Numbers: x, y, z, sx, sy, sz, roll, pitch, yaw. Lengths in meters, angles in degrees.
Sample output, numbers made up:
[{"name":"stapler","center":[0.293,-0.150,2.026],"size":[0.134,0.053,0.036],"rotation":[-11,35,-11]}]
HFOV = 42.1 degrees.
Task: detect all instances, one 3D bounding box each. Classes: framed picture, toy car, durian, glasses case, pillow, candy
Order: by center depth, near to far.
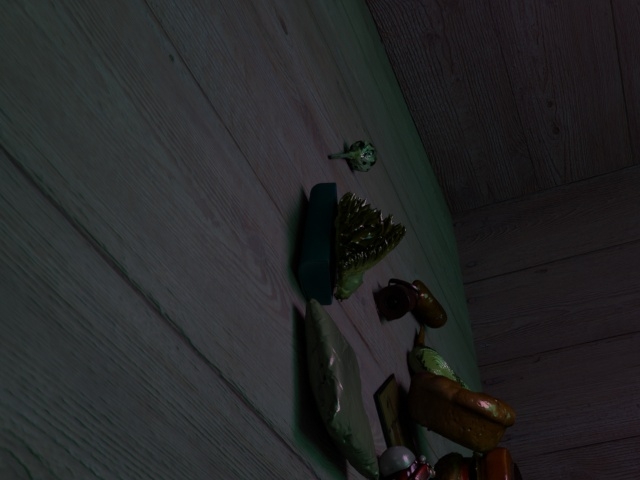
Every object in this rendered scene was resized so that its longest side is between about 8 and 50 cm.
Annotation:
[{"name":"pillow","center":[0.036,0.290,1.602],"size":[0.274,0.076,0.281],"rotation":[61,14,-49]},{"name":"glasses case","center":[-0.001,0.001,1.766],"size":[0.301,0.070,0.117],"rotation":[-85,171,-56]},{"name":"durian","center":[0.067,0.012,1.792],"size":[0.163,0.198,0.394],"rotation":[38,16,-1]},{"name":"toy car","center":[0.177,0.515,1.853],"size":[0.112,0.112,0.139],"rotation":[60,24,3]},{"name":"framed picture","center":[0.207,0.522,2.095],"size":[0.255,0.014,0.339],"rotation":[-8,83,-75]},{"name":"candy","center":[0.082,-0.230,2.320],"size":[0.305,0.083,0.091],"rotation":[-21,112,-67]}]

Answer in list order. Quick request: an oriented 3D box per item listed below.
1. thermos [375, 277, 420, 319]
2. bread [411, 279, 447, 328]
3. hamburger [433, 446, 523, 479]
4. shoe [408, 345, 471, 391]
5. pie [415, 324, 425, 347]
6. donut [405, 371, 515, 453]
[{"name":"thermos","center":[0.222,0.171,2.358],"size":[0.232,0.098,0.124],"rotation":[1,111,-76]},{"name":"bread","center":[0.347,0.211,2.780],"size":[0.124,0.084,0.344],"rotation":[57,6,29]},{"name":"hamburger","center":[0.423,0.722,2.223],"size":[0.330,0.250,0.330],"rotation":[-16,90,-75]},{"name":"shoe","center":[0.352,0.439,2.495],"size":[0.262,0.128,0.140],"rotation":[41,15,-12]},{"name":"pie","center":[0.324,0.343,2.658],"size":[0.191,0.033,0.088],"rotation":[-70,150,-74]},{"name":"donut","center":[0.361,0.451,2.207],"size":[0.317,0.299,0.150],"rotation":[30,83,-55]}]
